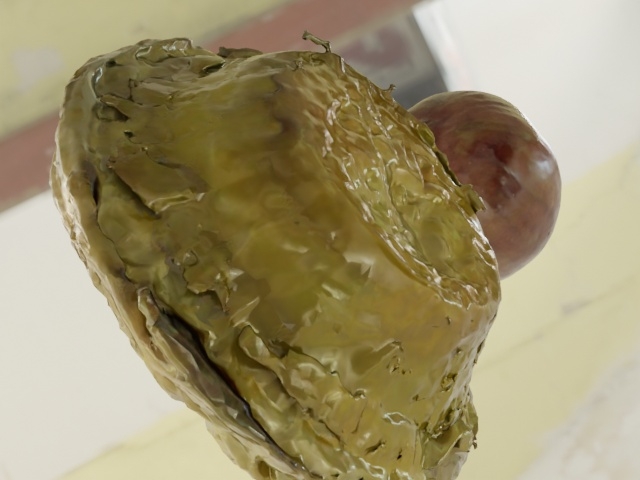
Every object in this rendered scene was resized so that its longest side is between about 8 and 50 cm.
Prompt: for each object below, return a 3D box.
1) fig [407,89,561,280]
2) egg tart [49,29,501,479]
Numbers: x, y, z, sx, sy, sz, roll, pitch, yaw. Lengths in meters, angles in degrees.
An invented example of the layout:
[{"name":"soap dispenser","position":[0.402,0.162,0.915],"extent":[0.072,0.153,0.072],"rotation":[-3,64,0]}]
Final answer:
[{"name":"fig","position":[0.145,-0.044,1.672],"extent":[0.205,0.205,0.205],"rotation":[-25,-171,4]},{"name":"egg tart","position":[0.000,0.000,0.861],"extent":[0.116,0.295,0.295],"rotation":[-36,-176,23]}]
